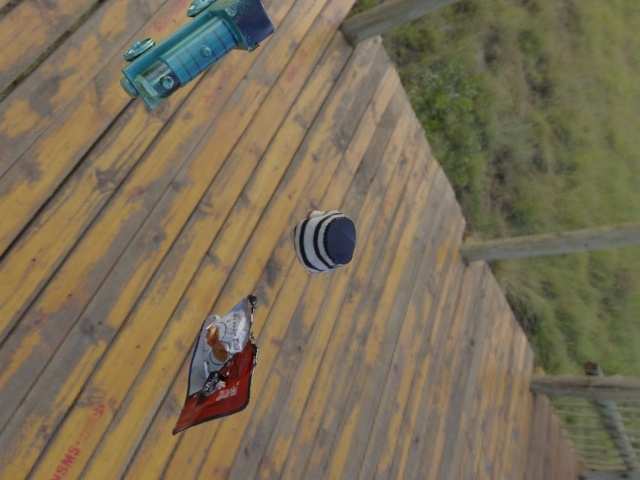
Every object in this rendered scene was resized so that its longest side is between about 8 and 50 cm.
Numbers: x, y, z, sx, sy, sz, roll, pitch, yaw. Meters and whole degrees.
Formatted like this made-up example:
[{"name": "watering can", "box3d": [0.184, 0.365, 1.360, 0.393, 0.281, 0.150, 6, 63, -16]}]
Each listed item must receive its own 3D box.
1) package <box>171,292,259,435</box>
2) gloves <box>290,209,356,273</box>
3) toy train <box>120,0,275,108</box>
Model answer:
[{"name": "package", "box3d": [-0.187, 0.226, 1.103, 0.071, 0.194, 0.269, 32, 37, -32]}, {"name": "gloves", "box3d": [-0.010, 0.008, 1.263, 0.131, 0.219, 0.140, -21, 96, -36]}, {"name": "toy train", "box3d": [-0.245, -0.371, 1.124, 0.298, 0.194, 0.120, -42, 125, -13]}]
